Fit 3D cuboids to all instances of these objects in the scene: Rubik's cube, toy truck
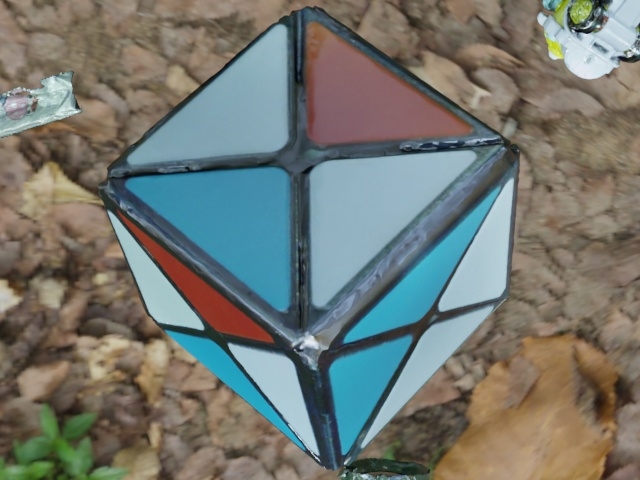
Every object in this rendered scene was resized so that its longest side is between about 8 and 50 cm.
[{"bbox_3d":[0.000,0.000,1.197,0.250,0.248,0.246,37,70,25],"label":"Rubik's cube"},{"bbox_3d":[0.195,-0.170,0.992,0.111,0.076,0.077,-51,47,16],"label":"toy truck"}]

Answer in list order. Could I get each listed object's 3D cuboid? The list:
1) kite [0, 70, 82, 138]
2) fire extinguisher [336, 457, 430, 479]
[{"bbox_3d":[-0.314,-0.053,0.936,0.368,0.014,0.406,-14,68,21],"label":"kite"},{"bbox_3d":[0.054,0.368,1.414,0.118,0.093,0.295,5,91,62],"label":"fire extinguisher"}]
